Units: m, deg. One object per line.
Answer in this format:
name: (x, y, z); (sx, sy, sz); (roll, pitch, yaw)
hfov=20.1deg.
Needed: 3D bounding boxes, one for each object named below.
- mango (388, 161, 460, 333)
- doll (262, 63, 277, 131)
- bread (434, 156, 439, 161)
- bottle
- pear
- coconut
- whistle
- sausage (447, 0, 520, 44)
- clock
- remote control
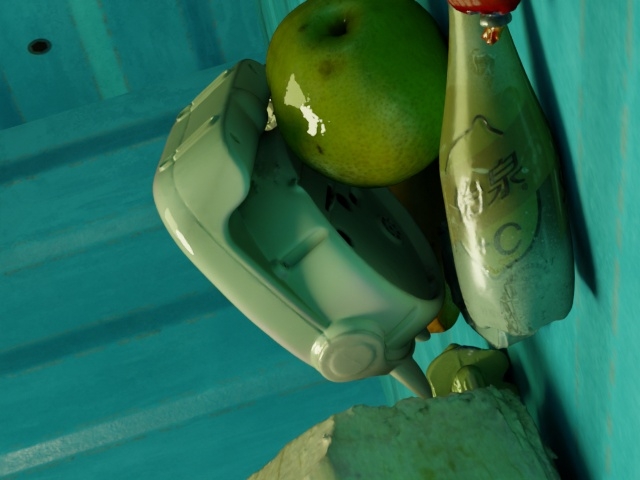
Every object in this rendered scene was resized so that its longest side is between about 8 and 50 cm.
mango: (0.086, -0.012, 1.788); (0.141, 0.102, 0.217); (-66, -28, -68)
doll: (0.003, -0.042, 1.946); (0.247, 0.247, 0.349); (-114, 12, -67)
bread: (0.065, -0.128, 1.681); (0.129, 0.044, 0.126); (-7, 98, 61)
bottle: (0.118, -0.068, 1.205); (0.083, 0.083, 0.269); (-114, 12, -65)
pear: (0.040, -0.115, 1.552); (0.180, 0.166, 0.216); (55, 166, 40)
coconut: (0.071, 0.356, 1.603); (0.404, 0.405, 0.404); (163, 90, -87)
whistle: (0.148, 0.148, 1.787); (0.227, 0.085, 0.105); (85, 168, -82)
sausage: (0.076, -0.246, 1.059); (0.074, 0.074, 0.274); (-115, 8, -70)
clock: (0.000, 0.000, 1.616); (0.324, 0.108, 0.265); (43, -162, -16)
remote control: (0.143, 0.032, 1.550); (0.247, 0.052, 0.104); (-133, 27, -84)
